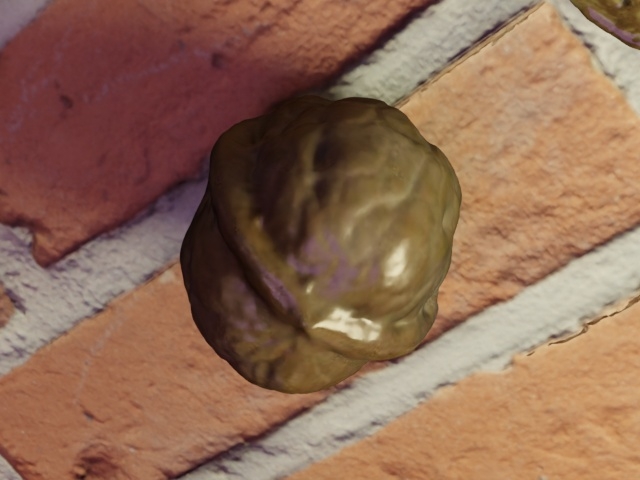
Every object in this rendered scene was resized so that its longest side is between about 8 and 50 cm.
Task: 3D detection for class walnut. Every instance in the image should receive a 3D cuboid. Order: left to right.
[{"bbox_3d":[0.000,0.000,0.968,0.224,0.224,0.224,11,123,17],"label":"walnut"}]

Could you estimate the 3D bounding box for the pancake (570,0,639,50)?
[{"bbox_3d":[0.227,-0.228,0.850,0.212,0.029,0.235,26,126,7],"label":"pancake"}]
